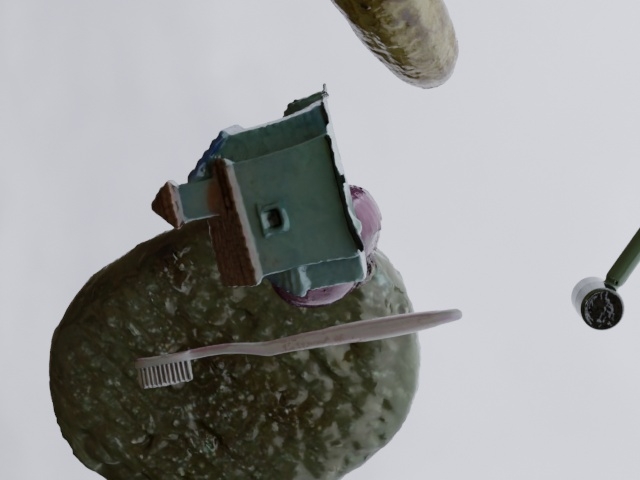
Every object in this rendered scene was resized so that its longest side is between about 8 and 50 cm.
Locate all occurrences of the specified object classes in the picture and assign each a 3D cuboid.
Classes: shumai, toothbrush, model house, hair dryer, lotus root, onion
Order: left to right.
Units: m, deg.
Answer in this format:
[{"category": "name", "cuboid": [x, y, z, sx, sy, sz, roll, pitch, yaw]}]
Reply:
[{"category": "shumai", "cuboid": [-0.086, 0.096, 1.582, 0.324, 0.397, 0.323, 60, 11, -14]}, {"category": "model house", "cuboid": [-0.049, -0.028, 1.074, 0.119, 0.148, 0.148, -92, 171, -80]}, {"category": "toothbrush", "cuboid": [-0.021, 0.097, 1.303, 0.025, 0.307, 0.030, 17, 62, -81]}, {"category": "onion", "cuboid": [0.000, 0.000, 1.188, 0.104, 0.115, 0.115, 37, -45, 15]}, {"category": "lotus root", "cuboid": [0.058, -0.221, 1.270, 0.110, 0.097, 0.258, 61, 3, 42]}, {"category": "hair dryer", "cuboid": [0.313, 0.023, 1.449, 0.150, 0.047, 0.071, -54, -175, 7]}]
